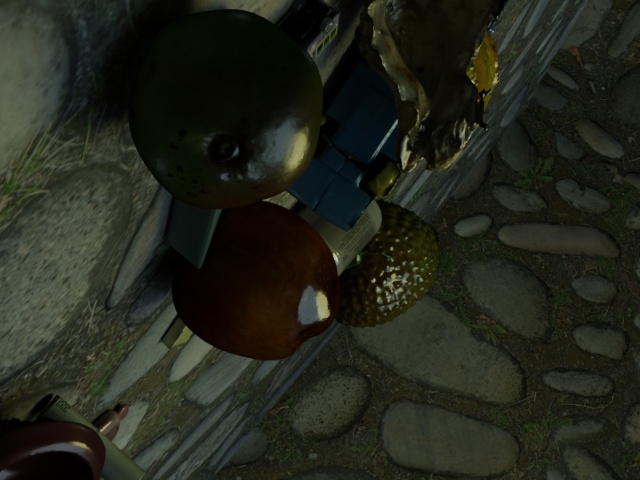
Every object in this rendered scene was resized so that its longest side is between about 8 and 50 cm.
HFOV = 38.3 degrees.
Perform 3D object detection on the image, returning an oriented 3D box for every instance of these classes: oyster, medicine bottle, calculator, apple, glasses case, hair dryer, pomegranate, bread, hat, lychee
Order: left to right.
[{"bbox_3d":[-0.358,0.281,1.109,0.205,0.089,0.205,-22,135,-23],"label":"hat"},{"bbox_3d":[-0.311,0.276,1.251,0.044,0.155,0.183,-47,-177,-17],"label":"hair dryer"},{"bbox_3d":[-0.361,0.321,1.458,0.166,0.024,0.103,-44,166,-35],"label":"calculator"},{"bbox_3d":[-0.193,0.106,1.463,0.154,0.028,0.068,-54,169,13],"label":"bread"},{"bbox_3d":[-0.129,-0.087,1.072,0.266,0.056,0.105,115,-8,-51],"label":"glasses case"},{"bbox_3d":[-0.085,-0.132,0.833,0.210,0.180,0.180,-96,-152,-48],"label":"pomegranate"},{"bbox_3d":[-0.081,0.062,1.262,0.230,0.230,0.230,-50,169,-13],"label":"apple"},{"bbox_3d":[0.000,0.000,1.648,0.215,0.135,0.135,-48,169,-24],"label":"medicine bottle"},{"bbox_3d":[0.097,0.050,1.914,0.320,0.270,0.270,-11,165,-2],"label":"lychee"},{"bbox_3d":[0.146,-0.246,1.187,0.197,0.337,0.133,-17,-157,-9],"label":"oyster"},{"bbox_3d":[0.193,-0.231,1.525,0.260,0.147,0.160,-33,180,28],"label":"bread"}]

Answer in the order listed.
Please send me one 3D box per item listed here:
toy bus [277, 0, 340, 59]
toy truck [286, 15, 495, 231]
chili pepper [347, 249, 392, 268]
[{"bbox_3d":[-0.028,-0.221,1.031,0.102,0.052,0.058,-51,169,-17],"label":"toy bus"},{"bbox_3d":[0.096,-0.207,1.358,0.385,0.161,0.162,-56,180,18],"label":"toy truck"},{"bbox_3d":[-0.006,0.054,1.748,0.279,0.122,0.065,-27,-169,-4],"label":"chili pepper"}]
